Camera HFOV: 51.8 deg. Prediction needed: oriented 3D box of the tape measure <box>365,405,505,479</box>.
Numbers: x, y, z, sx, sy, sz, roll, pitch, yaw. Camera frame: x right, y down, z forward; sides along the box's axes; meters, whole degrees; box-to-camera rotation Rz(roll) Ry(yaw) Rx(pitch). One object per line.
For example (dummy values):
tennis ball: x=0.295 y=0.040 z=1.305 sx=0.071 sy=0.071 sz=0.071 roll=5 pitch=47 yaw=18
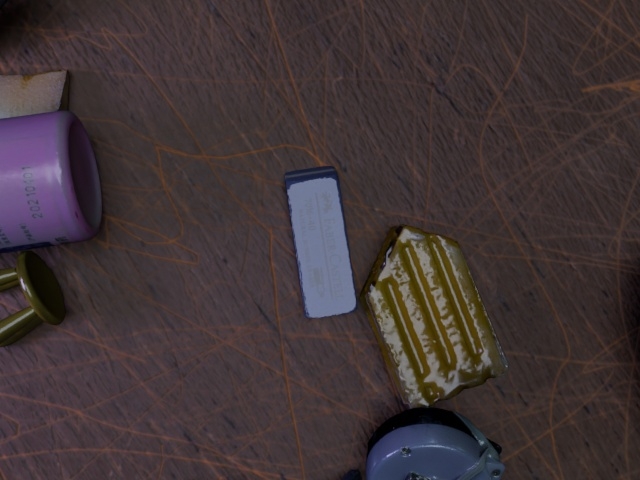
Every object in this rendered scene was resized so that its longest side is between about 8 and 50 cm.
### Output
tape measure: x=0.152 y=0.327 z=0.921 sx=0.181 sy=0.107 sz=0.182 roll=12 pitch=118 yaw=-2

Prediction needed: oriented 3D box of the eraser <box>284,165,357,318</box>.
eraser: x=0.000 y=0.000 z=0.984 sx=0.082 sy=0.036 sz=0.225 roll=-8 pitch=88 yaw=-4

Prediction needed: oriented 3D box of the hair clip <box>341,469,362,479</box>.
hair clip: x=0.011 y=0.411 z=0.869 sx=0.048 sy=0.275 sz=0.083 roll=-21 pitch=117 yaw=33

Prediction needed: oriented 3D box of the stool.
stool: x=-0.424 y=0.084 z=0.898 sx=0.110 sy=0.134 sz=0.135 roll=-25 pitch=45 yaw=-3

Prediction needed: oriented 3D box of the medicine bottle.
medicine bottle: x=-0.455 y=-0.065 z=0.869 sx=0.291 sy=0.178 sz=0.178 roll=-10 pitch=88 yaw=-5

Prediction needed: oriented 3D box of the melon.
melon: x=-0.455 y=-0.200 z=0.942 sx=0.182 sy=0.054 sz=0.098 roll=-2 pitch=81 yaw=-7

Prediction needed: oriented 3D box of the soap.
soap: x=0.152 y=0.100 z=0.971 sx=0.160 sy=0.080 sz=0.257 roll=-22 pitch=89 yaw=-8

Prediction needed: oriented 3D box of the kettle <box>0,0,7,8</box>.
kettle: x=-0.596 y=-0.347 z=0.800 sx=0.377 sy=0.361 sz=0.250 roll=-22 pitch=49 yaw=21
